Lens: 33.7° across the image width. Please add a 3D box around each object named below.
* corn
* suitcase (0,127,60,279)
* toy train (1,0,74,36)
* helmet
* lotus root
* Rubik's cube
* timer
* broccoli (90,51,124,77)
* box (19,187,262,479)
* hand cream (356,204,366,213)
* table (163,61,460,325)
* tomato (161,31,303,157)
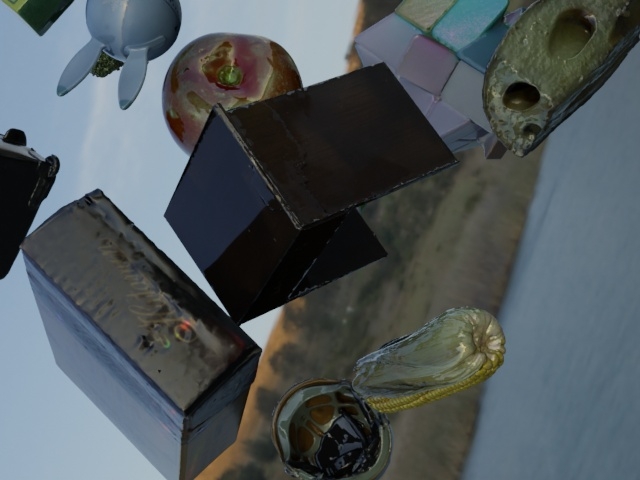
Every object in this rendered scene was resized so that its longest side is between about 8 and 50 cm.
[{"bbox_3d":[0.161,0.188,1.636,0.305,0.122,0.123,-33,55,49],"label":"corn"},{"bbox_3d":[-0.737,-0.076,2.123,0.345,0.188,0.339,9,-71,-59],"label":"suitcase"},{"bbox_3d":[-0.509,-0.596,2.021,0.369,0.237,0.150,-50,-17,-5],"label":"toy train"},{"bbox_3d":[0.030,0.352,1.844,0.198,0.224,0.130,-50,-35,-16],"label":"helmet"},{"bbox_3d":[0.370,-0.287,1.629,0.314,0.142,0.210,-41,-16,-25],"label":"lotus root"},{"bbox_3d":[0.277,-0.353,2.140,0.358,0.368,0.387,-10,-103,-59],"label":"Rubik's cube"},{"bbox_3d":[-0.318,-0.325,1.739,0.175,0.175,0.255,62,-140,-81],"label":"timer"},{"bbox_3d":[-0.443,-0.384,2.186,0.095,0.092,0.097,-6,-77,-58],"label":"broccoli"},{"bbox_3d":[-0.211,0.137,1.258,0.116,0.264,0.415,-41,-14,-22],"label":"box"},{"bbox_3d":[0.001,0.001,1.741,0.275,0.050,0.079,-51,-6,-45],"label":"hand cream"},{"bbox_3d":[-0.015,-0.068,1.404,0.282,0.196,0.250,-23,-21,-35],"label":"table"},{"bbox_3d":[-0.164,-0.254,1.996,0.222,0.270,0.270,87,-158,-58],"label":"tomato"}]
